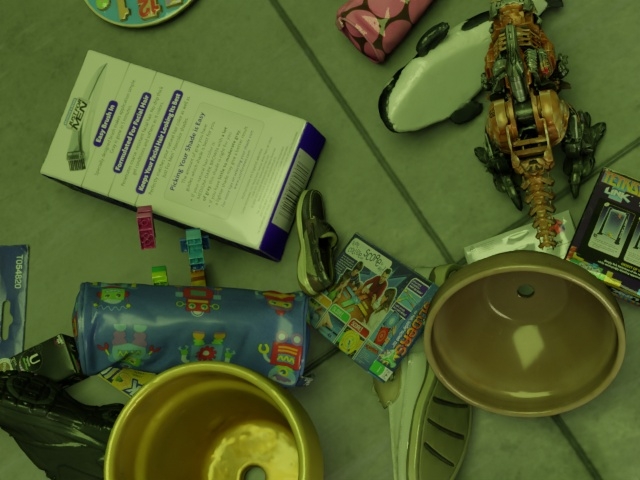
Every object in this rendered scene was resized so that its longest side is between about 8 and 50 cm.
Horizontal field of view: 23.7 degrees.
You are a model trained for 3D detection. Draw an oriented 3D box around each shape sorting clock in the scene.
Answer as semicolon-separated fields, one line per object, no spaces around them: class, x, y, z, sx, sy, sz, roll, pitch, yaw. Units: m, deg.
shape sorting clock;-0.251;-0.399;2.171;0.206;0.040;0.206;-3;78;14

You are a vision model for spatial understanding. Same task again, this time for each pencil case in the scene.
pencil case;-0.160;0.120;1.929;0.306;0.133;0.119;4;36;-6
pencil case;0.107;-0.343;2.038;0.098;0.095;0.209;38;87;-16

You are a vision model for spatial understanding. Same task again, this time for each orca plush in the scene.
orca plush;0.173;-0.259;1.998;0.287;0.151;0.102;-52;40;3

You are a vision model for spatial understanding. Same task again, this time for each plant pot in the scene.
plant pot;0.246;0.091;1.829;0.237;0.237;0.110;-4;37;14
plant pot;-0.107;0.287;1.879;0.254;0.239;0.254;-3;77;14

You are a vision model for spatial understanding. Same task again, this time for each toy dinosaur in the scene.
toy dinosaur;0.249;-0.145;1.880;0.164;0.218;0.322;10;71;20

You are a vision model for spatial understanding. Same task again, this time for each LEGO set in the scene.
LEGO set;-0.185;0.043;2.009;0.087;0.093;0.227;-7;119;-4

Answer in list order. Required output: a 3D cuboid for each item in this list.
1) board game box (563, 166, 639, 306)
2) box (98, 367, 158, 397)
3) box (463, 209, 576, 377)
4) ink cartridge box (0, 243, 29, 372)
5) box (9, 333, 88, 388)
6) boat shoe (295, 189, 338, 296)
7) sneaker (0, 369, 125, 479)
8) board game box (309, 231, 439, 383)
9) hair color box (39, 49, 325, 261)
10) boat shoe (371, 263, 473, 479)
board game box;0.400;0.006;1.884;0.170;0.048;0.141;23;75;9
box;-0.226;0.191;2.026;0.169;0.059;0.054;32;88;19
box;0.278;0.073;1.928;0.145;0.038;0.186;-20;75;9
ink cartridge box;-0.523;0.110;2.130;0.224;0.045;0.223;-3;77;14
box;-0.367;0.172;2.071;0.083;0.052;0.062;-25;75;8
boat shoe;0.000;0.000;1.997;0.049;0.056;0.152;-16;62;27
sneaker;-0.345;0.261;1.998;0.286;0.109;0.130;19;109;7
board game box;0.062;0.081;1.925;0.136;0.035;0.201;-53;33;0
hair color box;-0.185;-0.114;2.057;0.339;0.110;0.185;20;85;16
boat shoe;0.124;0.179;1.914;0.103;0.113;0.302;-8;62;37
